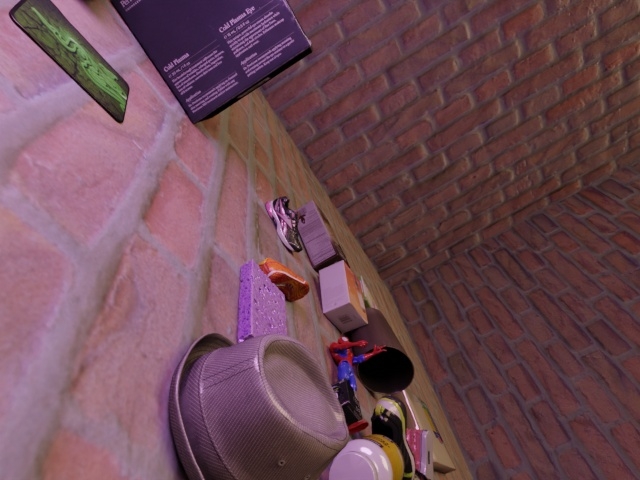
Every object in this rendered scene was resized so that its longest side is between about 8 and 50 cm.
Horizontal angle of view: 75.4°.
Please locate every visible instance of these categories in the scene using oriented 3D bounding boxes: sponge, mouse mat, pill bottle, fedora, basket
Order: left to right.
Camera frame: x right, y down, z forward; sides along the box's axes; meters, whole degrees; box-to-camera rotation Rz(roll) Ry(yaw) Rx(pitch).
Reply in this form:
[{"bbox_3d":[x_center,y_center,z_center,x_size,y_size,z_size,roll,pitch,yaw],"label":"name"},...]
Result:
[{"bbox_3d":[-0.374,-0.286,0.644,0.190,0.007,0.153,52,12,-44],"label":"mouse mat"},{"bbox_3d":[-0.102,0.135,0.747,0.117,0.031,0.210,55,11,-30],"label":"sponge"},{"bbox_3d":[-0.050,0.213,0.504,0.275,0.124,0.244,55,11,-30],"label":"fedora"},{"bbox_3d":[0.079,0.394,0.709,0.103,0.103,0.184,65,10,27],"label":"pill bottle"},{"bbox_3d":[0.171,0.325,1.279,0.204,0.154,0.227,50,9,-25],"label":"basket"}]

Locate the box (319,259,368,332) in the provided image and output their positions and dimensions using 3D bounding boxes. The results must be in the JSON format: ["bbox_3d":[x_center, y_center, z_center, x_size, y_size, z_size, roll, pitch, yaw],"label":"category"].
[{"bbox_3d":[0.069,0.173,1.279,0.130,0.091,0.171,50,23,-39],"label":"box"}]

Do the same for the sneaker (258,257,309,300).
[{"bbox_3d":[-0.076,0.087,0.941,0.067,0.064,0.175,55,2,36],"label":"sneaker"}]

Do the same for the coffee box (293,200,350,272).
[{"bbox_3d":[0.000,0.000,1.479,0.141,0.098,0.247,45,18,-58],"label":"coffee box"}]

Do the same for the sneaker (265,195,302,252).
[{"bbox_3d":[-0.092,-0.052,1.216,0.178,0.077,0.072,62,11,5],"label":"sneaker"}]

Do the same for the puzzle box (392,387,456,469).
[{"bbox_3d":[0.388,0.712,1.548,0.409,0.052,0.272,50,14,-49],"label":"puzzle box"}]

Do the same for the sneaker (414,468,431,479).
[{"bbox_3d":[0.290,0.604,1.010,0.282,0.162,0.106,59,9,-9],"label":"sneaker"}]

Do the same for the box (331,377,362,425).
[{"bbox_3d":[0.024,0.302,0.750,0.052,0.083,0.062,57,9,-24],"label":"box"}]

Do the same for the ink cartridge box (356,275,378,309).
[{"bbox_3d":[0.137,0.206,1.497,0.255,0.096,0.189,-94,159,-57],"label":"ink cartridge box"}]

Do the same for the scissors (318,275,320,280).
[{"bbox_3d":[0.064,0.215,1.440,0.297,0.021,0.109,52,11,-47],"label":"scissors"}]

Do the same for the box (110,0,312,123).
[{"bbox_3d":[-0.240,-0.514,0.999,0.313,0.343,0.179,58,11,-18],"label":"box"}]

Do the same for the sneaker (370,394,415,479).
[{"bbox_3d":[0.144,0.456,0.907,0.097,0.084,0.235,-22,104,-52],"label":"sneaker"}]

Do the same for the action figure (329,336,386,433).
[{"bbox_3d":[0.093,0.302,0.985,0.092,0.139,0.280,58,7,-20],"label":"action figure"}]

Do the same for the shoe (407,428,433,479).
[{"bbox_3d":[0.264,0.618,1.149,0.063,0.081,0.178,34,55,-44],"label":"shoe"}]
